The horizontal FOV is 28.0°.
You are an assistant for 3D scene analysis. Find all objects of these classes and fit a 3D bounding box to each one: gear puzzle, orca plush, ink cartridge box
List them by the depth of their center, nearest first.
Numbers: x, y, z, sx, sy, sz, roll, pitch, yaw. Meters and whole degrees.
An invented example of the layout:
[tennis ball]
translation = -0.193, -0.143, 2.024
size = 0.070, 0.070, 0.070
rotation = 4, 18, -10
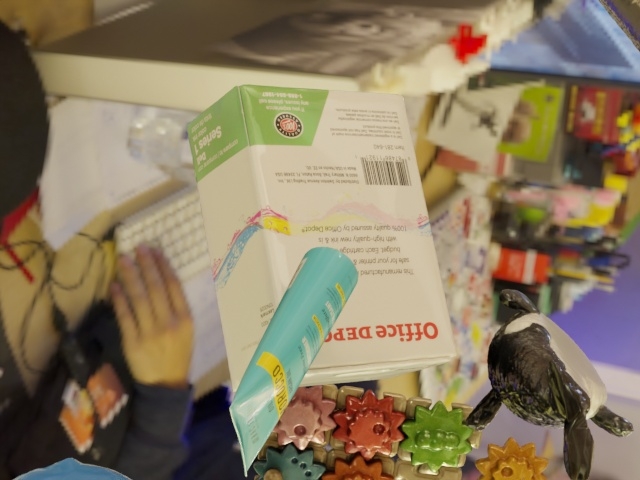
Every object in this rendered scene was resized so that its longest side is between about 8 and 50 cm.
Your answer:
[orca plush]
translation = 0.170, 0.135, 1.026
size = 0.151, 0.102, 0.287
rotation = 46, 9, -10
[ink cartridge box]
translation = 0.000, 0.000, 1.257
size = 0.201, 0.117, 0.278
rotation = -1, 74, -35
[gear puzzle]
translation = 0.094, 0.260, 1.464
size = 0.044, 0.338, 0.176
rotation = -87, -174, -71

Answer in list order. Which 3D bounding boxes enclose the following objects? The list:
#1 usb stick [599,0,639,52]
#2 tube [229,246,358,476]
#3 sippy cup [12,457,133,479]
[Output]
[usb stick]
translation = 0.350, -0.229, 1.328
size = 0.045, 0.278, 0.077
rotation = 19, 119, -23
[tube]
translation = -0.028, 0.089, 1.050
size = 0.207, 0.052, 0.080
rotation = -60, 147, -43
[sippy cup]
translation = -0.243, 0.342, 1.236
size = 0.305, 0.240, 0.224
rotation = -76, 179, -54
